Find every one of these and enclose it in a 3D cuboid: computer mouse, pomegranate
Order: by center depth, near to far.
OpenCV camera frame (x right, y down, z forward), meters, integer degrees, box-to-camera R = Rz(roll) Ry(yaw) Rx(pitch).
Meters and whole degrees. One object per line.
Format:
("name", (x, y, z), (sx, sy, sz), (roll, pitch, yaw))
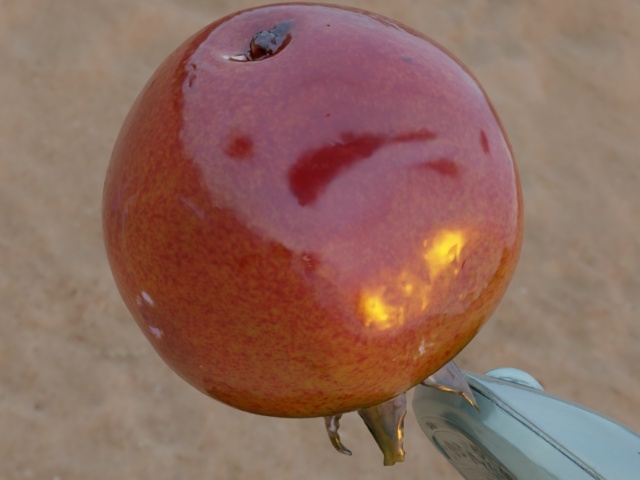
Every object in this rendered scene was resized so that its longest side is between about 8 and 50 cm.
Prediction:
("pomegranate", (0.000, 0.000, 0.963), (0.221, 0.221, 0.257), (-90, 161, -67))
("computer mouse", (0.181, 0.164, 1.109), (0.288, 0.097, 0.159), (47, -10, -3))
